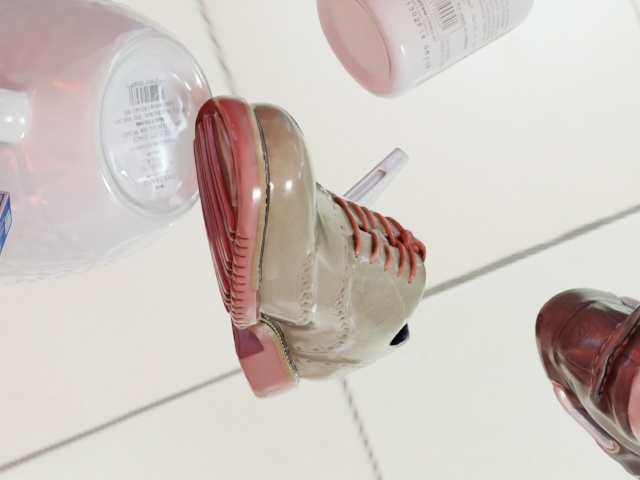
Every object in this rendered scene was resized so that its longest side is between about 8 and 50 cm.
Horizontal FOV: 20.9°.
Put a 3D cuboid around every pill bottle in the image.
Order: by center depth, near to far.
[{"bbox_3d":[0.122,-0.236,1.585,0.229,0.131,0.131,-32,96,-20],"label":"pill bottle"}]

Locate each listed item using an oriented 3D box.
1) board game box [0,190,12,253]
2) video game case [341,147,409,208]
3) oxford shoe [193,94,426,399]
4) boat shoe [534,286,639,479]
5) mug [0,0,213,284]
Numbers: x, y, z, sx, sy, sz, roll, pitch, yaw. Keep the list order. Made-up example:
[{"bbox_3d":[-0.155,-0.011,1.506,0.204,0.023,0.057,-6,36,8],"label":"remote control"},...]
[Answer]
[{"bbox_3d":[-0.325,0.030,1.328,0.136,0.035,0.201,5,40,2],"label":"board game box"},{"bbox_3d":[0.000,0.000,1.492,0.019,0.157,0.143,43,45,4],"label":"video game case"},{"bbox_3d":[-0.002,-0.003,1.064,0.130,0.348,0.123,-11,71,-1],"label":"oxford shoe"},{"bbox_3d":[0.238,0.111,1.051,0.112,0.095,0.335,-56,138,-4],"label":"boat shoe"},{"bbox_3d":[-0.297,-0.097,1.518,0.374,0.328,0.276,4,87,-56],"label":"mug"}]
